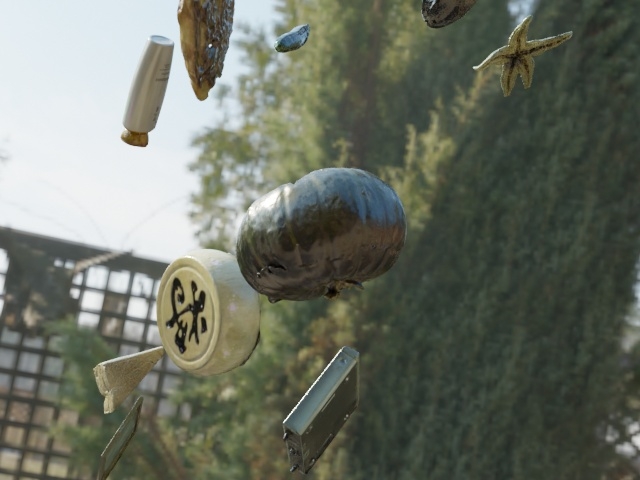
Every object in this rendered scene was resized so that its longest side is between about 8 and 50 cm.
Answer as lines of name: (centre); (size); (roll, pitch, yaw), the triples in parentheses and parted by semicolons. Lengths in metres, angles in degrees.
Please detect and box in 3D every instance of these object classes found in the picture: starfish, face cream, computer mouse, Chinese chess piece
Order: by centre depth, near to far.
face cream: (-0.277, -0.238, 1.780); (0.051, 0.182, 0.072); (28, 25, 16)
computer mouse: (0.223, -0.405, 1.835); (0.079, 0.135, 0.047); (29, 17, -36)
starfish: (0.390, -0.360, 2.143); (0.217, 0.050, 0.223); (-16, -28, -8)
Chinese chess piece: (-0.228, 0.145, 2.246); (0.104, 0.257, 0.257); (0, -1, -41)

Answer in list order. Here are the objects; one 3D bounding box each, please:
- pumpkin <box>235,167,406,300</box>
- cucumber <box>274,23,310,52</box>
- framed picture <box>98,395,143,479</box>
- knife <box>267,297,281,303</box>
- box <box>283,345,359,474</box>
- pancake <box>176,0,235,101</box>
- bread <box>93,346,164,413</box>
pumpkin: (0.002, 0.002, 1.513); (0.238, 0.159, 0.238); (-20, -16, -6)
cucumber: (-0.045, -0.346, 1.916); (0.036, 0.033, 0.184); (45, 21, -3)
framed picture: (-0.383, 0.386, 2.125); (0.010, 0.136, 0.201); (29, -30, 3)
knife: (0.006, 0.060, 1.944); (0.230, 0.028, 0.060); (-20, -5, -37)
box: (0.005, 0.327, 2.076); (0.045, 0.211, 0.270); (33, -23, 17)
pancake: (-0.220, -0.394, 2.073); (0.056, 0.257, 0.212); (12, 4, 13)
bread: (-0.393, 0.293, 2.339); (0.152, 0.105, 0.077); (-14, -6, -30)
